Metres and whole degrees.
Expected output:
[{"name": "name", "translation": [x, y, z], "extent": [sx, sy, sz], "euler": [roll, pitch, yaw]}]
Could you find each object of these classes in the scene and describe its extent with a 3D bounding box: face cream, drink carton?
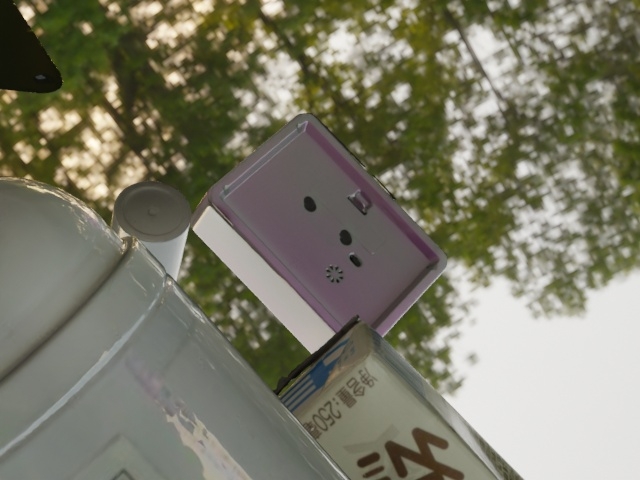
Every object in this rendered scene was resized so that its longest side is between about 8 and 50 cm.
[{"name": "face cream", "translation": [-0.187, 0.045, 1.217], "extent": [0.077, 0.250, 0.077], "euler": [8, -128, -10]}, {"name": "drink carton", "translation": [0.074, 0.242, 0.917], "extent": [0.194, 0.324, 0.132], "euler": [-44, -174, 7]}, {"name": "face cream", "translation": [-0.111, 0.064, 0.500], "extent": [0.145, 0.369, 0.145], "euler": [-36, -166, 11]}]

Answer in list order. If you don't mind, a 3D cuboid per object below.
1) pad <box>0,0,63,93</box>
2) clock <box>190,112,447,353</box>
[{"name": "pad", "translation": [-0.452, -0.243, 1.129], "extent": [0.375, 0.315, 0.063], "euler": [53, -56, 33]}, {"name": "clock", "translation": [0.000, 0.000, 1.071], "extent": [0.150, 0.197, 0.063], "euler": [-44, 180, -34]}]
